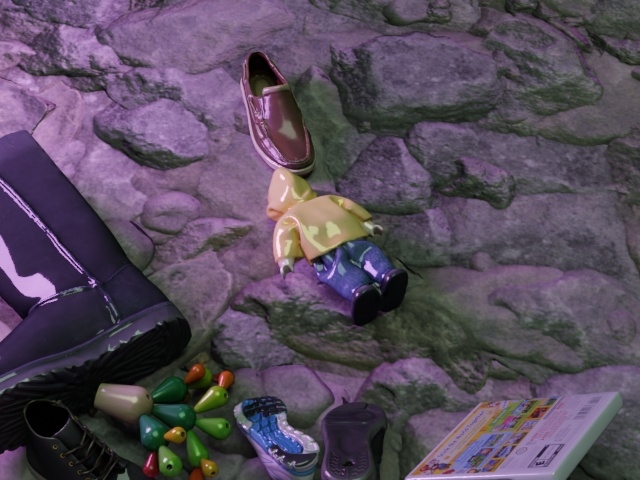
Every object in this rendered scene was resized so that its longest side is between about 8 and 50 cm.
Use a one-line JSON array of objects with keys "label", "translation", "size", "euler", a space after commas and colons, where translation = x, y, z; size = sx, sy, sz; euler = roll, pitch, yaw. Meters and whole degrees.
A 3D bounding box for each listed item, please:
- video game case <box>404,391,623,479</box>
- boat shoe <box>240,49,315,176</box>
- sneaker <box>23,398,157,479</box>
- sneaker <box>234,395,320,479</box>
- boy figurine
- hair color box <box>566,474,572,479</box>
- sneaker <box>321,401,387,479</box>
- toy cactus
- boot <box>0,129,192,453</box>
[{"label": "video game case", "translation": [0.244, 0.252, 1.454], "size": [0.206, 0.026, 0.227], "euler": [-11, 12, 36]}, {"label": "boat shoe", "translation": [-0.078, -0.216, 1.925], "size": [0.095, 0.095, 0.257], "euler": [-16, 52, -16]}, {"label": "sneaker", "translation": [-0.285, 0.287, 1.461], "size": [0.222, 0.118, 0.083], "euler": [22, 51, 16]}, {"label": "sneaker", "translation": [-0.059, 0.273, 1.520], "size": [0.071, 0.083, 0.190], "euler": [-15, 28, -19]}, {"label": "boy figurine", "translation": [0.000, 0.000, 1.744], "size": [0.177, 0.092, 0.285], "euler": [-29, 55, -25]}, {"label": "hair color box", "translation": [0.237, 0.428, 1.271], "size": [0.185, 0.114, 0.374], "euler": [-17, 32, 5]}, {"label": "sneaker", "translation": [0.043, 0.300, 1.498], "size": [0.087, 0.130, 0.227], "euler": [0, 21, 3]}, {"label": "toy cactus", "translation": [-0.204, 0.230, 1.520], "size": [0.180, 0.112, 0.219], "euler": [15, 40, 0]}, {"label": "boot", "translation": [-0.451, 0.056, 1.633], "size": [0.367, 0.146, 0.445], "euler": [-24, 57, -34]}]
